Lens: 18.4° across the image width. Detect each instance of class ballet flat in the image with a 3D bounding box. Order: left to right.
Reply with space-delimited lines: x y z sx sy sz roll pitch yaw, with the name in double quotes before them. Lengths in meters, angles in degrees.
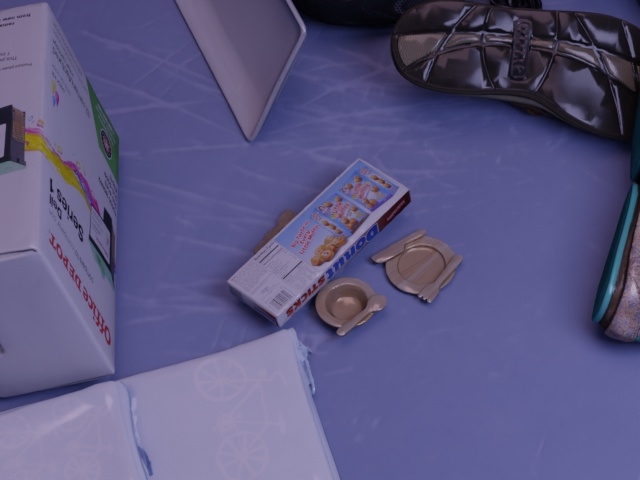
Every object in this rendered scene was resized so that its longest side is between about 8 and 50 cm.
"ballet flat" 0.319 -0.048 1.750 0.106 0.107 0.316 14 70 2

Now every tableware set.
"tableware set" 0.033 0.012 1.790 0.141 0.020 0.168 -34 58 -18

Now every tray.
"tray" -0.081 -0.238 1.926 0.030 0.145 0.270 -2 47 -31

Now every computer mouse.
"computer mouse" 0.074 -0.258 1.963 0.272 0.072 0.188 -2 50 -11

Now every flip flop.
"flip flop" 0.201 -0.161 1.859 0.277 0.080 0.112 10 85 1

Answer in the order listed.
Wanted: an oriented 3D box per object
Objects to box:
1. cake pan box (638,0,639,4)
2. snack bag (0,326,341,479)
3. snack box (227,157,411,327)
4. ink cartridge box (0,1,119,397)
"cake pan box" 0.444 -0.227 1.900 0.245 0.070 0.267 -16 53 -4
"snack bag" -0.135 0.239 1.627 0.342 0.037 0.323 -15 53 -6
"snack box" 0.000 0.000 1.776 0.064 0.022 0.178 33 64 30
"ink cartridge box" -0.261 -0.033 1.731 0.117 0.201 0.278 -11 52 9
